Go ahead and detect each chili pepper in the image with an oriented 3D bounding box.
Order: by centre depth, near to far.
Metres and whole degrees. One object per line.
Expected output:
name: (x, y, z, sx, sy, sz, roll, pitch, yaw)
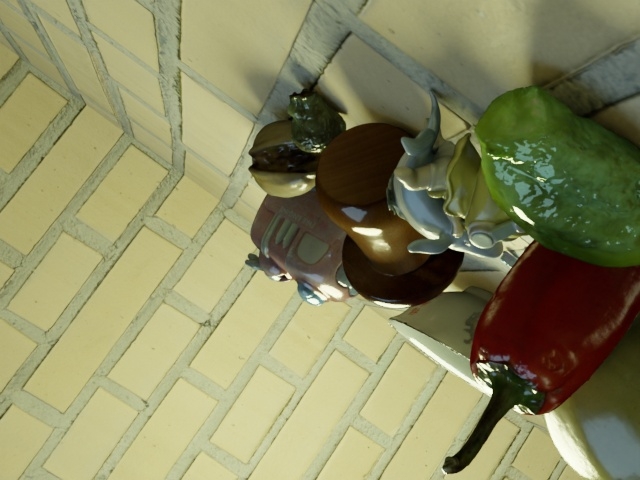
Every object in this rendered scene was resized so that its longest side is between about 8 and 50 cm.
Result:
chili pepper: (0.230, 0.115, 0.751, 0.134, 0.338, 0.131, 41, 167, -20)

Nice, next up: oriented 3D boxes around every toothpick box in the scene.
toothpick box: (0.102, -0.028, 1.001, 0.192, 0.192, 0.294, 29, 163, 31)

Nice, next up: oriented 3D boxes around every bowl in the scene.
bowl: (0.323, 0.196, 1.423, 0.345, 0.157, 0.345, 34, 172, 5)

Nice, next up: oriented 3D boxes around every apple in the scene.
apple: (0.402, 0.186, 0.841, 0.262, 0.262, 0.262, 34, 171, 6)

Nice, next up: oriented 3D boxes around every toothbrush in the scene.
toothbrush: (0.356, 0.075, 1.120, 0.193, 0.019, 0.013, 37, 171, -22)

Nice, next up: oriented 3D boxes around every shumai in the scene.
shumai: (-0.013, -0.175, 0.987, 0.083, 0.082, 0.080, 3, 156, 25)

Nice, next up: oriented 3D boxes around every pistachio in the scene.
pistachio: (-0.047, -0.137, 1.158, 0.206, 0.131, 0.130, 9, 109, 61)

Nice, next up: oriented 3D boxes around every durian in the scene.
durian: (0.240, -0.043, 0.645, 0.250, 0.101, 0.139, 38, 170, -21)

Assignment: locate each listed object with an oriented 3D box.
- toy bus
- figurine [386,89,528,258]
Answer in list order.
toy bus: (0.000, 0.000, 1.331, 0.294, 0.232, 0.197, 30, 170, 33)
figurine: (0.157, -0.059, 0.776, 0.183, 0.128, 0.209, -6, 130, 38)
